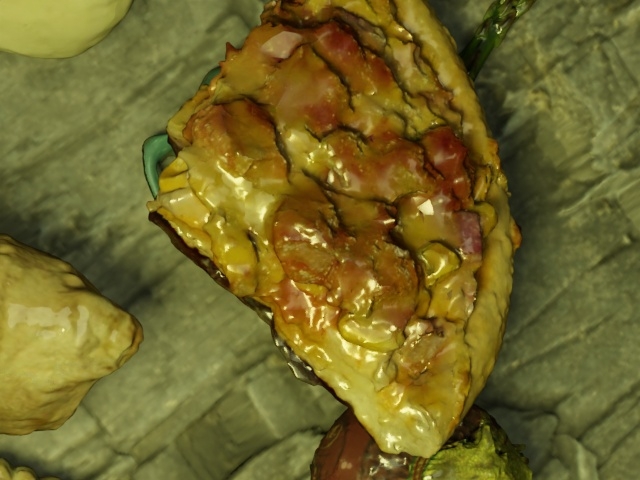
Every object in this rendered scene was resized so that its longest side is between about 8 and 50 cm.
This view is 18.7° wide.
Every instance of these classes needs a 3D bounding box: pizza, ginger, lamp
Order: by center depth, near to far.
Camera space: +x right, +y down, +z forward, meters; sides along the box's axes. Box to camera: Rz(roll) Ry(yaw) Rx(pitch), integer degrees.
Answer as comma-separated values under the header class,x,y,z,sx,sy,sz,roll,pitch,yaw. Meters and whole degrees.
class,x,y,z,sx,sy,sz,roll,pitch,yaw
ginger,-0.249,0.039,1.247,0.275,0.221,0.130,16,69,-10
pizza,0.016,-0.048,1.363,0.277,0.114,0.409,9,63,-27
lamp,0.072,0.179,1.384,0.156,0.135,0.157,31,76,-14

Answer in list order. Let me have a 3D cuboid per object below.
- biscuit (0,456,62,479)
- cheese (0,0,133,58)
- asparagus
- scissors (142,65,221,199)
class,x,y,z,sx,sy,sz,roll,pitch,yaw
biscuit,-0.181,0.275,1.326,0.324,0.044,0.217,21,78,-17
cheese,-0.179,-0.271,1.343,0.173,0.251,0.248,13,43,-6
asparagus,0.112,-0.120,1.490,0.034,0.027,0.236,28,73,5
scissors,0.000,0.000,1.427,0.289,0.041,0.138,44,64,-10
